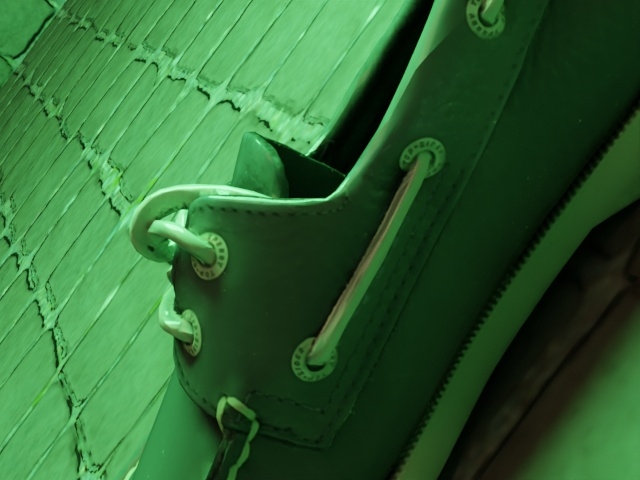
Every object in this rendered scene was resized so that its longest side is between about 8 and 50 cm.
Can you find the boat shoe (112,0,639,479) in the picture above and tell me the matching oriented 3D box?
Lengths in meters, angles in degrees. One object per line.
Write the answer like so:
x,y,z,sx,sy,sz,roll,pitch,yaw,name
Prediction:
0.000,0.000,0.402,0.319,0.099,0.116,-52,19,4,boat shoe
